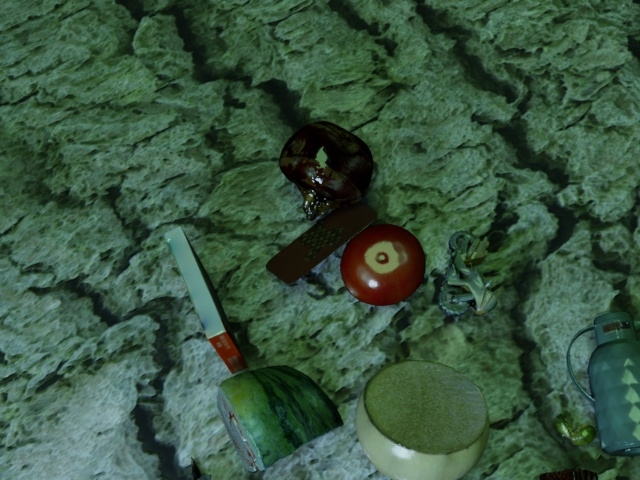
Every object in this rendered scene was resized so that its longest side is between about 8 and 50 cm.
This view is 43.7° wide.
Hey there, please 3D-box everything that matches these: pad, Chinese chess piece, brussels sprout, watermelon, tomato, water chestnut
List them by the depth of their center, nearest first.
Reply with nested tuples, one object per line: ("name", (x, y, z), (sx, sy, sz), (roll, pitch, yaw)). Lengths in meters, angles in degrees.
("Chinese chess piece", (0.205, 0.364, 1.616), (0.270, 0.112, 0.270), (2, 37, -2))
("brussels sprout", (0.527, 0.397, 1.662), (0.083, 0.046, 0.050), (19, 74, 25))
("watermelon", (-0.103, 0.389, 1.701), (0.262, 0.201, 0.212), (-9, 55, -45))
("tomato", (0.141, 0.054, 1.799), (0.195, 0.136, 0.195), (-1, 76, 3))
("pad", (0.000, 0.000, 1.851), (0.267, 0.004, 0.181), (-38, 26, -11))
("water chestnut", (0.006, -0.164, 1.873), (0.224, 0.224, 0.238), (27, 87, 17))

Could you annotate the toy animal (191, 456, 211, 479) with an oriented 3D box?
("toy animal", (-0.232, 0.525, 1.648), (0.273, 0.160, 0.197), (-19, 64, -9))

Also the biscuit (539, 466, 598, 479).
("biscuit", (0.487, 0.573, 1.546), (0.070, 0.106, 0.251), (13, 66, -22))

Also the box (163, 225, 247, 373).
("box", (-0.247, 0.136, 1.739), (0.048, 0.273, 0.264), (-24, 65, -5))

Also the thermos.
("thermos", (0.610, 0.291, 1.643), (0.182, 0.145, 0.286), (-8, 64, 6))

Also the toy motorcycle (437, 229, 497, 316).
("toy motorcycle", (0.340, 0.081, 1.799), (0.130, 0.094, 0.229), (12, 56, 7))
